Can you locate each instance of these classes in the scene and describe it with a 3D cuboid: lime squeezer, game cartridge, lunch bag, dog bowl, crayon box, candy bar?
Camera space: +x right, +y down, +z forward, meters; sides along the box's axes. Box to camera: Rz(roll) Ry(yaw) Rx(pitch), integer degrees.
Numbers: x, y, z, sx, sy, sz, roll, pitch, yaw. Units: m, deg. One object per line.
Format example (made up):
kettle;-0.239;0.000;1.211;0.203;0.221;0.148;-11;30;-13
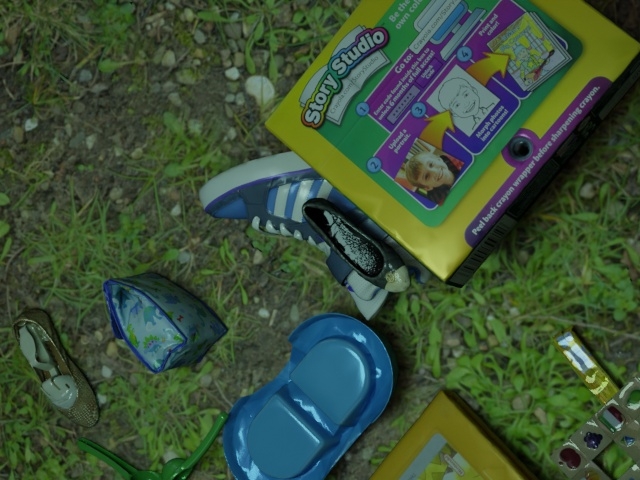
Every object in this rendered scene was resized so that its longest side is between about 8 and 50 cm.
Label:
lime squeezer;-0.230;0.322;1.925;0.310;0.058;0.110;-16;77;38
game cartridge;0.159;0.408;1.738;0.285;0.052;0.324;46;106;30
lunch bag;-0.231;0.108;1.886;0.096;0.129;0.151;-46;76;17
dog bowl;-0.008;0.229;1.826;0.166;0.074;0.297;43;106;16
crayon box;0.163;-0.180;1.623;0.313;0.106;0.363;42;98;18
candy bar;0.357;0.179;1.698;0.040;0.018;0.161;-43;76;20

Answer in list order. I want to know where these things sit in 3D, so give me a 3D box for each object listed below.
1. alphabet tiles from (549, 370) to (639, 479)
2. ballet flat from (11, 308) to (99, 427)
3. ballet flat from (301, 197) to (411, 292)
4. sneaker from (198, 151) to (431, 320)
alphabet tiles;0.439;0.296;1.662;0.237;0.009;0.198;46;111;11
ballet flat;-0.409;0.197;1.998;0.073;0.067;0.206;-39;78;19
ballet flat;0.042;0.010;1.683;0.173;0.049;0.057;39;110;12
sneaker;0.001;0.000;1.781;0.322;0.130;0.236;-13;83;17
